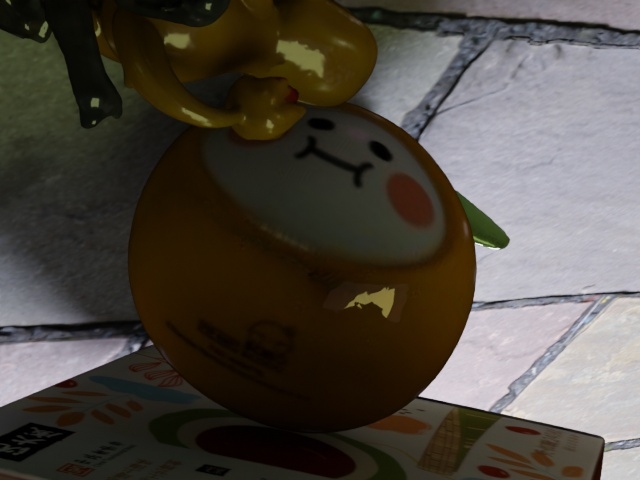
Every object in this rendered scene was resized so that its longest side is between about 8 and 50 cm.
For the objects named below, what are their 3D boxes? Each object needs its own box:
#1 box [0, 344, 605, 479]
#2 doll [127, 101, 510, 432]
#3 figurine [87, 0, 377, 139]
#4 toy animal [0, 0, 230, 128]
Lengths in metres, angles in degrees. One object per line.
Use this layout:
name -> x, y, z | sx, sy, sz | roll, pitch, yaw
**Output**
box -> -0.015, 0.178, 0.910 | 0.344, 0.122, 0.385 | 11, -173, 13
doll -> 0.000, 0.000, 0.914 | 0.213, 0.213, 0.236 | -51, -179, 40
figurine -> -0.038, -0.098, 0.766 | 0.176, 0.122, 0.121 | 5, 138, -39
toy animal -> -0.100, -0.153, 0.640 | 0.233, 0.148, 0.084 | -49, 180, 35
